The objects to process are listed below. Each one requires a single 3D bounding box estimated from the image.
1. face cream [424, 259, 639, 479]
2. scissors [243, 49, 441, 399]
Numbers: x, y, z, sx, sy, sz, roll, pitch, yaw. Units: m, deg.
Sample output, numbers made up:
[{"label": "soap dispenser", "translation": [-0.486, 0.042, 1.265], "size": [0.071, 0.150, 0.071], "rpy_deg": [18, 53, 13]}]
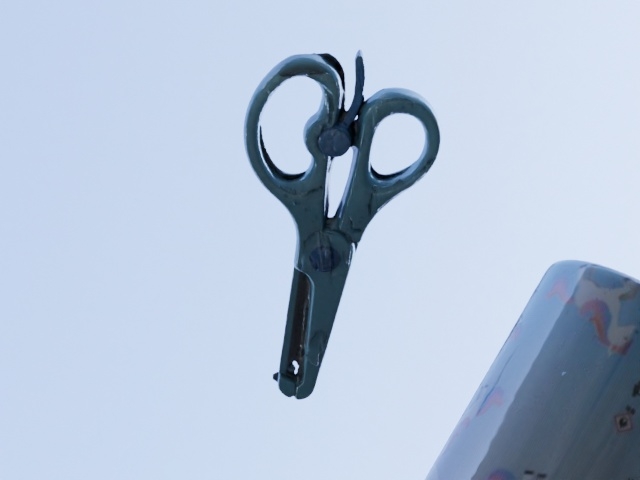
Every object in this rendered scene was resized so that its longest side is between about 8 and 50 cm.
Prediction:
[{"label": "face cream", "translation": [0.058, 0.120, 0.451], "size": [0.075, 0.075, 0.229], "rpy_deg": [37, -104, -20]}, {"label": "scissors", "translation": [0.000, 0.000, 1.230], "size": [0.180, 0.032, 0.393], "rpy_deg": [10, -57, -3]}]
